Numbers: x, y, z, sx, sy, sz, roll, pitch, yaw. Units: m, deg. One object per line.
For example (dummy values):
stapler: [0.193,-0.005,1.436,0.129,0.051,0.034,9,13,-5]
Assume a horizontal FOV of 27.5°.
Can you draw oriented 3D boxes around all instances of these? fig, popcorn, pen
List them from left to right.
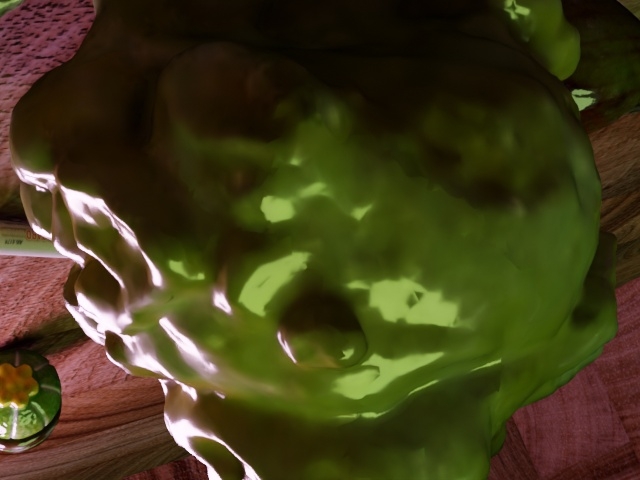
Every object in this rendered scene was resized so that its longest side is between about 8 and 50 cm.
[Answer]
pen: [-0.194,0.001,0.965,0.026,0.026,0.218,-27,167,21]
popcorn: [-0.005,-0.017,0.673,0.312,0.312,0.312,-21,168,-5]
fig: [0.194,-0.127,0.928,0.154,0.103,0.109,-9,-174,-20]

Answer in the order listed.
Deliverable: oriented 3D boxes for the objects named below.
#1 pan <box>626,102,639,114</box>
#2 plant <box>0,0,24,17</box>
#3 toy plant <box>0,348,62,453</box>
pan: [0.175,-0.103,1.116,0.202,0.048,0.128,-8,163,-43]
plant: [-0.127,-0.104,0.443,0.116,0.122,0.104,-11,154,-16]
toy plant: [-0.301,0.159,1.290,0.092,0.093,0.162,-18,167,-19]
